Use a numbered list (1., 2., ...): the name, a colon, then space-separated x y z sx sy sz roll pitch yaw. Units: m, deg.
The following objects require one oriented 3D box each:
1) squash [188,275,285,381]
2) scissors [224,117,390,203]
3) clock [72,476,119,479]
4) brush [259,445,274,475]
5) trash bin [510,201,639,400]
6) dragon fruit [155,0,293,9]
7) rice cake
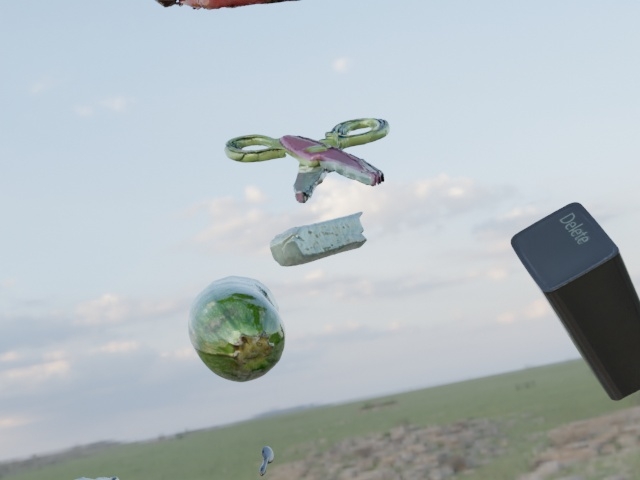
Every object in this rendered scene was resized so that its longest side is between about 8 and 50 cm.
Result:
1. squash: -0.067 0.066 0.853 0.077 0.068 0.219 8 2 -3
2. scissors: 0.000 -0.061 0.794 0.134 0.020 0.187 -11 19 -5
3. clock: -0.182 0.268 0.532 0.067 0.325 0.325 33 8 20
4. brush: -0.080 0.324 1.571 0.008 0.024 0.083 -39 9 13
5. trash bin: 0.380 0.088 1.487 0.115 0.225 0.165 -31 27 6
6. dragon fruit: -0.068 -0.465 1.444 0.314 0.262 0.296 -22 26 -36
7. rice cake: 0.000 0.000 1.809 0.069 0.063 0.206 -24 -7 37
